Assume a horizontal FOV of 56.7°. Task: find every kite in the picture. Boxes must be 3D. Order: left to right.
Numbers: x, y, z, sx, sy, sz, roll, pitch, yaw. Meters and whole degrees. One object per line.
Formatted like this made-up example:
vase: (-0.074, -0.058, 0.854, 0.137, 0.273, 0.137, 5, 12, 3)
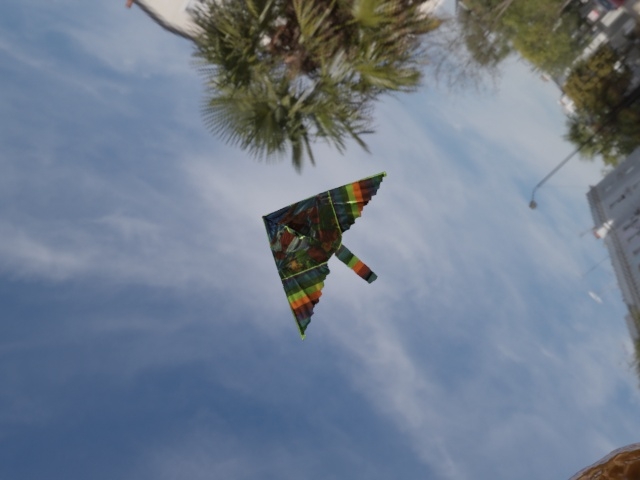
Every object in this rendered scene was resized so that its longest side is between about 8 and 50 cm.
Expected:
kite: (0.000, 0.000, 0.386, 0.090, 0.122, 0.004, 30, 173, 19)

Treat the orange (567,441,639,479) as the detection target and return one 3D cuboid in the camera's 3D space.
orange: (0.267, 0.275, 0.365, 0.312, 0.312, 0.312, 29, -148, -20)
